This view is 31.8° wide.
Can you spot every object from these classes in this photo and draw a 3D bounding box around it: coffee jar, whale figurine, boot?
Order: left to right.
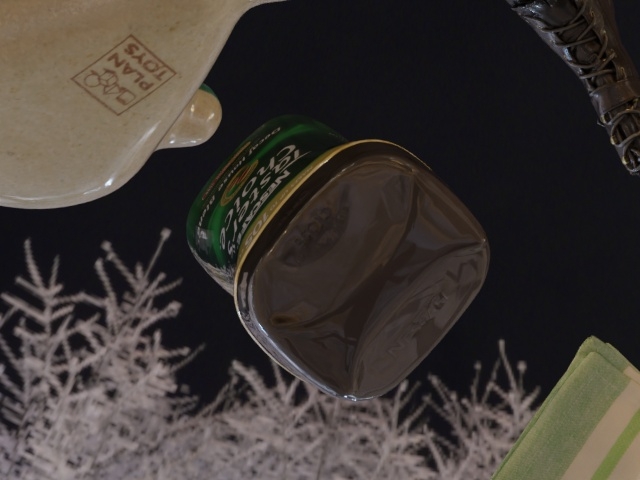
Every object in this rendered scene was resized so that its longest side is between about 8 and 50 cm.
[{"bbox_3d":[-0.127,-0.134,0.630,0.272,0.141,0.216,-30,-39,20],"label":"whale figurine"},{"bbox_3d":[0.000,0.000,0.482,0.079,0.184,0.096,42,-92,-18],"label":"coffee jar"},{"bbox_3d":[0.256,-0.166,1.033,0.091,0.263,0.229,-31,-108,28],"label":"boot"}]

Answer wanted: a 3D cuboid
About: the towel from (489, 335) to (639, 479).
[{"bbox_3d":[0.313,0.265,0.987,0.324,0.248,0.038,36,-25,10],"label":"towel"}]
